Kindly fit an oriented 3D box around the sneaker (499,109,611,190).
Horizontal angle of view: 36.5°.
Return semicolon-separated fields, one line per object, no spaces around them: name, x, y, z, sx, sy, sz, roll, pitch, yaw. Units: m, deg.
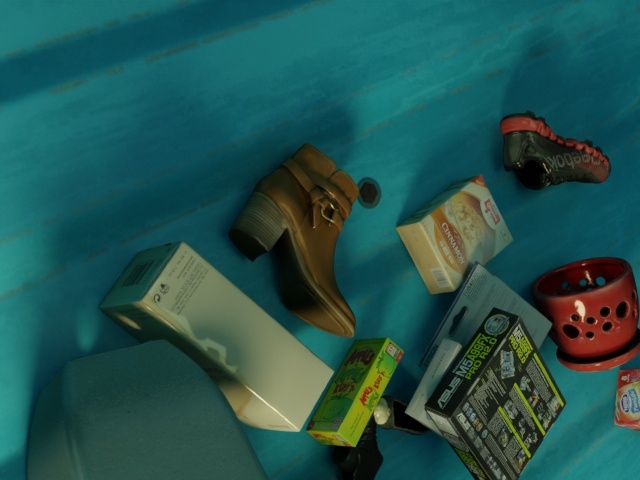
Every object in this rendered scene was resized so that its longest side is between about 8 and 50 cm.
sneaker;0.460;-0.149;1.910;0.276;0.097;0.135;20;72;-29

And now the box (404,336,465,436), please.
box;0.235;0.267;1.650;0.186;0.038;0.145;39;75;-41

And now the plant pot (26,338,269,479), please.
plant pot;-0.251;0.276;1.274;0.248;0.247;0.252;-11;73;-35

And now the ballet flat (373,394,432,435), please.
ballet flat;0.137;0.290;1.615;0.173;0.049;0.057;27;65;-54

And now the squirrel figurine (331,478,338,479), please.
squirrel figurine;0.020;0.564;1.424;0.370;0.281;0.397;15;33;-7

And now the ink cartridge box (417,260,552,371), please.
ink cartridge box;0.289;0.183;1.746;0.224;0.045;0.223;38;76;-26

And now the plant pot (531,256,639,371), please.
plant pot;0.518;0.143;1.855;0.191;0.191;0.174;-31;108;-34

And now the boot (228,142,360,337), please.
boot;0.000;0.000;1.580;0.283;0.109;0.220;45;57;-13

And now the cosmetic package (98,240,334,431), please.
cosmetic package;-0.150;0.143;1.408;0.309;0.160;0.113;43;63;-21

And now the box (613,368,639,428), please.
box;0.743;0.348;2.010;0.257;0.128;0.123;19;72;-31

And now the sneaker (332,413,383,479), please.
sneaker;0.071;0.340;1.598;0.089;0.051;0.170;47;56;-31

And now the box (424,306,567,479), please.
box;0.304;0.280;1.649;0.216;0.060;0.270;-52;132;-19

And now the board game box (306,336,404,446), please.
board game box;0.056;0.244;1.574;0.043;0.092;0.181;41;62;-21

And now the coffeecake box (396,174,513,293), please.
coffeecake box;0.246;-0.012;1.758;0.185;0.068;0.142;-36;103;-33
